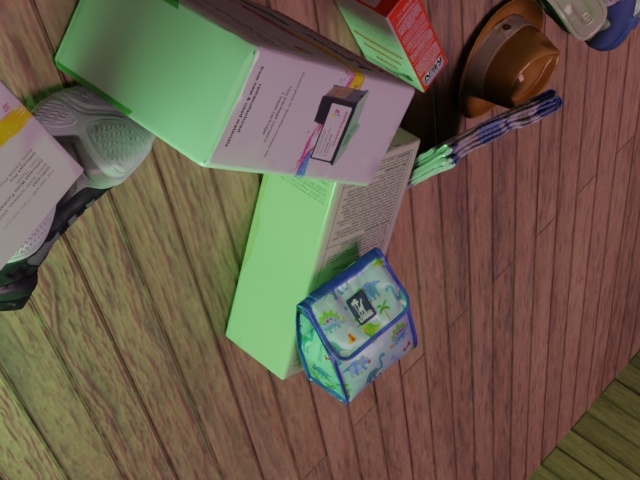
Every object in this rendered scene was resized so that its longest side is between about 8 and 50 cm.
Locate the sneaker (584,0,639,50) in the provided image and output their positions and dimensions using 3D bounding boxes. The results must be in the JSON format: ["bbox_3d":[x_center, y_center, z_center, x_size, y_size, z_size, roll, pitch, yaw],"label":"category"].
[{"bbox_3d":[0.400,-0.399,1.758,0.131,0.112,0.296,-17,134,-25],"label":"sneaker"}]

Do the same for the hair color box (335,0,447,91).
[{"bbox_3d":[0.078,-0.246,1.404,0.053,0.093,0.167,-52,152,-8],"label":"hair color box"}]

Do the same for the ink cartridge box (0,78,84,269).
[{"bbox_3d":[-0.321,-0.079,0.880,0.168,0.171,0.232,-51,151,-10],"label":"ink cartridge box"}]

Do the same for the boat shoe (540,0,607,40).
[{"bbox_3d":[0.314,-0.368,1.670,0.084,0.079,0.233,-38,136,1],"label":"boat shoe"}]

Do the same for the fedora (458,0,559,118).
[{"bbox_3d":[0.273,-0.243,1.721,0.194,0.079,0.194,-38,147,-31],"label":"fedora"}]

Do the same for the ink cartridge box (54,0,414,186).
[{"bbox_3d":[-0.071,-0.152,1.156,0.278,0.201,0.117,3,117,-58],"label":"ink cartridge box"}]

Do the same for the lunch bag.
[{"bbox_3d":[0.039,0.098,1.476,0.129,0.096,0.151,-37,131,-25],"label":"lunch bag"}]

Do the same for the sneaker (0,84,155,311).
[{"bbox_3d":[-0.256,-0.034,1.115,0.153,0.101,0.268,-54,177,41],"label":"sneaker"}]

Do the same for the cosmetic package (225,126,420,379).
[{"bbox_3d":[0.000,0.000,1.519,0.160,0.113,0.309,-21,137,-47],"label":"cosmetic package"}]

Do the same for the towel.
[{"bbox_3d":[0.175,-0.116,1.625,0.209,0.034,0.285,-27,-179,45],"label":"towel"}]
